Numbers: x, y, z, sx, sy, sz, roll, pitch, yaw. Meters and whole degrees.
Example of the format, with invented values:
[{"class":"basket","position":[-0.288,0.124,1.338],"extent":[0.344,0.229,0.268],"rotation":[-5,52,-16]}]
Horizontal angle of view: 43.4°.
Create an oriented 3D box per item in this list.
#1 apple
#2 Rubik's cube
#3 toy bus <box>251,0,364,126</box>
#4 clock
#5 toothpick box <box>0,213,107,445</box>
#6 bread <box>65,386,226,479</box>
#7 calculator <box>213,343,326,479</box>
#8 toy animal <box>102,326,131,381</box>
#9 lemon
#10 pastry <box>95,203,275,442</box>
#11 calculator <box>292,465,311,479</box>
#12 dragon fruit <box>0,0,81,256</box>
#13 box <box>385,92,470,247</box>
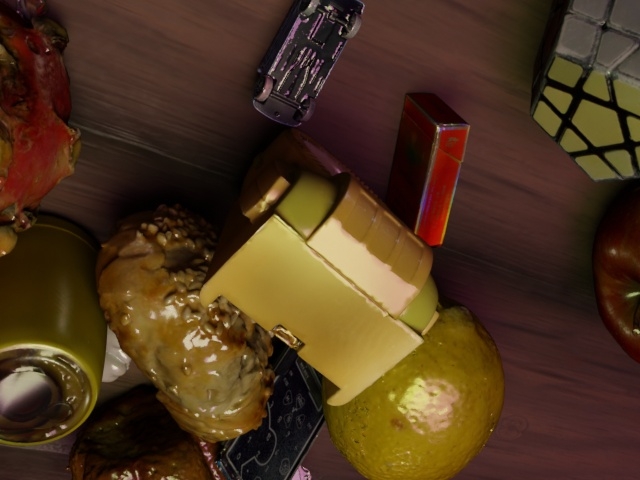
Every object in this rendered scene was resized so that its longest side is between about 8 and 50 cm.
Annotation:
[{"class":"apple","position":[0.550,0.038,1.169],"extent":[0.316,0.288,0.288],"rotation":[-27,124,-13]},{"class":"Rubik's cube","position":[0.407,-0.218,0.974],"extent":[0.318,0.319,0.264],"rotation":[-13,96,-10]},{"class":"toy bus","position":[-0.020,-0.222,0.949],"extent":[0.073,0.076,0.167],"rotation":[23,108,-29]},{"class":"clock","position":[0.000,0.000,0.943],"extent":[0.200,0.317,0.244],"rotation":[-42,109,13]},{"class":"toothpick box","position":[-0.329,0.102,0.920],"extent":[0.174,0.271,0.175],"rotation":[-8,121,-13]},{"class":"bread","position":[-0.229,0.304,1.092],"extent":[0.231,0.247,0.135],"rotation":[-14,113,-7]},{"class":"calculator","position":[-0.046,0.248,1.139],"extent":[0.274,0.028,0.166],"rotation":[-55,133,-37]},{"class":"toy animal","position":[-0.286,0.152,1.084],"extent":[0.085,0.071,0.124],"rotation":[12,115,-24]},{"class":"lemon","position":[0.131,0.202,1.135],"extent":[0.257,0.258,0.310],"rotation":[3,131,-20]},{"class":"pastry","position":[-0.145,0.095,0.986],"extent":[0.161,0.255,0.311],"rotation":[-22,129,0]},{"class":"calculator","position":[-0.159,0.387,1.235],"extent":[0.294,0.043,0.194],"rotation":[-9,92,-7]},{"class":"dragon fruit","position":[-0.391,-0.085,0.797],"extent":[0.296,0.263,0.314],"rotation":[8,116,-22]},{"class":"box","position":[0.137,-0.092,1.054],"extent":[0.048,0.112,0.175],"rotation":[-1,121,-17]}]
